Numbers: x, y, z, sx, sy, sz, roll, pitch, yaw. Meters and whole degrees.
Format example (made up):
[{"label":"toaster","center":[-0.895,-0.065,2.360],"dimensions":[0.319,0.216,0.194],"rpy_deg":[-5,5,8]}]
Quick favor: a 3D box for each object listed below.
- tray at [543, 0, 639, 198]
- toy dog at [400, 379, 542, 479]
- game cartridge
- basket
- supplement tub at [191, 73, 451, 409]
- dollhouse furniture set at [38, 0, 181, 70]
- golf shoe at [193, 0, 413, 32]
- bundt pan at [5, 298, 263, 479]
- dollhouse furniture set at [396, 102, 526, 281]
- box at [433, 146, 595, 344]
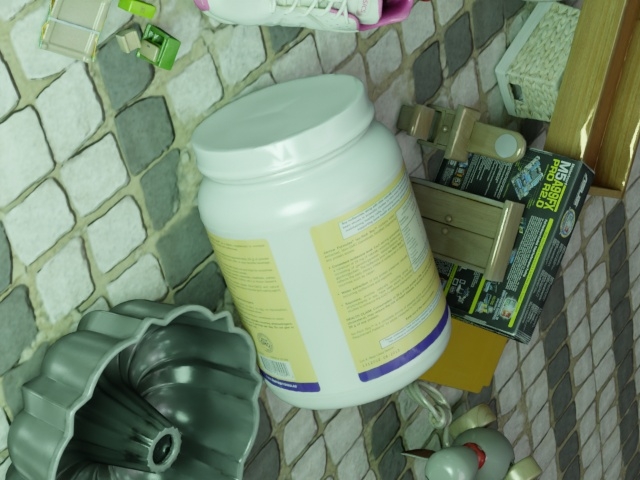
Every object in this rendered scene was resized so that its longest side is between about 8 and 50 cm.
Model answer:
[{"label":"tray","center":[0.449,-0.274,2.040],"dimensions":[0.203,0.076,0.410],"rpy_deg":[2,105,-56]},{"label":"toy dog","center":[0.215,0.368,2.133],"dimensions":[0.161,0.220,0.334],"rpy_deg":[-45,142,17]},{"label":"game cartridge","center":[0.245,0.078,2.135],"dimensions":[0.285,0.053,0.323],"rpy_deg":[22,90,-56]},{"label":"basket","center":[0.361,-0.276,2.073],"dimensions":[0.167,0.103,0.113],"rpy_deg":[-57,145,-22]},{"label":"supplement tub","center":[0.000,0.000,1.539],"dimensions":[0.241,0.241,0.331],"rpy_deg":[-39,121,-39]},{"label":"dollhouse furniture set","center":[-0.219,-0.217,1.350],"dimensions":[0.152,0.058,0.076],"rpy_deg":[13,103,-37]},{"label":"golf shoe","center":[-0.012,-0.290,1.507],"dimensions":[0.306,0.140,0.115],"rpy_deg":[-14,118,-50]},{"label":"bundt pan","center":[-0.214,0.210,1.473],"dimensions":[0.331,0.124,0.330],"rpy_deg":[-28,126,-45]},{"label":"dollhouse furniture set","center":[0.112,-0.048,1.767],"dimensions":[0.356,0.174,0.303],"rpy_deg":[8,98,-56]},{"label":"box","center":[0.248,-0.010,1.940],"dimensions":[0.060,0.216,0.270],"rpy_deg":[30,80,-56]}]
